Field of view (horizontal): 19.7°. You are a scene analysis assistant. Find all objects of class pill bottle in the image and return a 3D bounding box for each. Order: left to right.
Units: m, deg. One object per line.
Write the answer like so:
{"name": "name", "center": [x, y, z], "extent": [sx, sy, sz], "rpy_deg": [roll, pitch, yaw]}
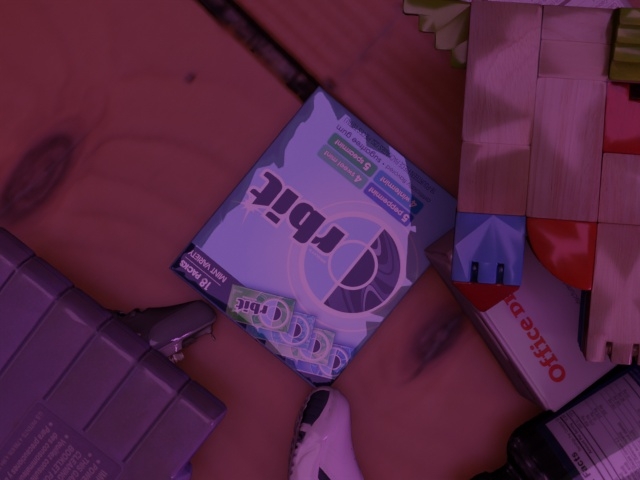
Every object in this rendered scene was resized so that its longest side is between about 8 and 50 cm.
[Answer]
{"name": "pill bottle", "center": [0.220, 0.169, 1.395], "extent": [0.219, 0.123, 0.123], "rpy_deg": [-32, 89, -1]}

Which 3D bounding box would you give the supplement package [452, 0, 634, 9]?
{"name": "supplement package", "center": [0.162, -0.183, 1.415], "extent": [0.105, 0.105, 0.179], "rpy_deg": [-36, 89, -2]}

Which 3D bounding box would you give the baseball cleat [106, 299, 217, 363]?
{"name": "baseball cleat", "center": [-0.188, 0.068, 1.421], "extent": [0.206, 0.072, 0.109], "rpy_deg": [-23, 89, -2]}

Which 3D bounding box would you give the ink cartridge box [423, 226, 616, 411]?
{"name": "ink cartridge box", "center": [0.203, 0.010, 1.400], "extent": [0.203, 0.086, 0.148], "rpy_deg": [-35, 99, -6]}

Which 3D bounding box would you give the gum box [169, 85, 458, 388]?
{"name": "gum box", "center": [0.000, 0.000, 1.439], "extent": [0.157, 0.041, 0.184], "rpy_deg": [40, 89, 0]}

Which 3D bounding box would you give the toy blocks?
{"name": "toy blocks", "center": [0.238, -0.027, 1.281], "extent": [0.381, 0.191, 0.260], "rpy_deg": [5, 96, 4]}

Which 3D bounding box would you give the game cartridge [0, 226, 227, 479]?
{"name": "game cartridge", "center": [-0.257, 0.195, 1.386], "extent": [0.230, 0.068, 0.355], "rpy_deg": [38, 104, -4]}

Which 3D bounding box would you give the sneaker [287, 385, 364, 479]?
{"name": "sneaker", "center": [0.048, 0.230, 1.405], "extent": [0.153, 0.094, 0.235], "rpy_deg": [3, 89, -2]}
